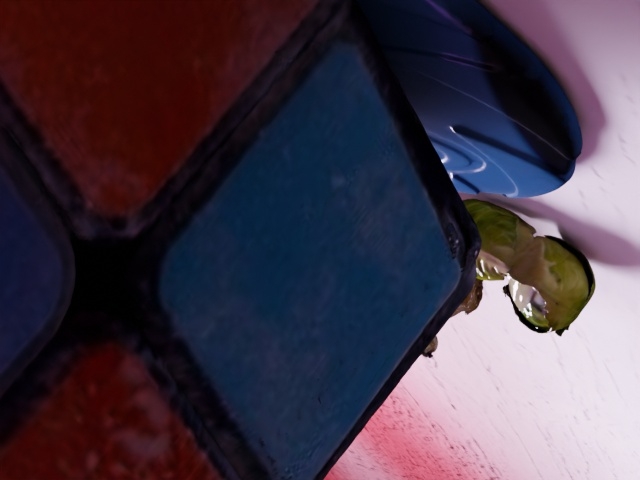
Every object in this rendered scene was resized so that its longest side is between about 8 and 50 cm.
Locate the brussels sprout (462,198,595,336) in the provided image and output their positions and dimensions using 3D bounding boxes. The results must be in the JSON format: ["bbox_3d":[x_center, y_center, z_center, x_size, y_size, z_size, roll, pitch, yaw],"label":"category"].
[{"bbox_3d":[0.097,0.012,0.957,0.083,0.046,0.051,31,160,-6],"label":"brussels sprout"}]

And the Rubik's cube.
[{"bbox_3d":[-0.179,-0.016,0.744,0.316,0.313,0.318,17,147,41],"label":"Rubik's cube"}]

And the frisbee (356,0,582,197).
[{"bbox_3d":[0.000,-0.077,0.843,0.242,0.045,0.242,27,167,7],"label":"frisbee"}]

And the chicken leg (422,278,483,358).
[{"bbox_3d":[-0.002,-0.001,1.054,0.196,0.080,0.125,25,178,19],"label":"chicken leg"}]
